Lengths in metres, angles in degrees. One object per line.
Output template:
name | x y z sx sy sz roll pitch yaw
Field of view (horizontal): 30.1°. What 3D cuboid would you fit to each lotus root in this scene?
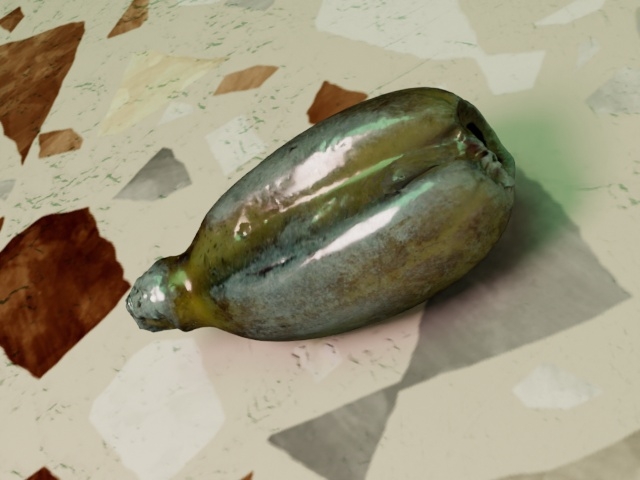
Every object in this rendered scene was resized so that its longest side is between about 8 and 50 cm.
lotus root | 0.000 0.000 0.926 0.322 0.140 0.158 -27 68 22
